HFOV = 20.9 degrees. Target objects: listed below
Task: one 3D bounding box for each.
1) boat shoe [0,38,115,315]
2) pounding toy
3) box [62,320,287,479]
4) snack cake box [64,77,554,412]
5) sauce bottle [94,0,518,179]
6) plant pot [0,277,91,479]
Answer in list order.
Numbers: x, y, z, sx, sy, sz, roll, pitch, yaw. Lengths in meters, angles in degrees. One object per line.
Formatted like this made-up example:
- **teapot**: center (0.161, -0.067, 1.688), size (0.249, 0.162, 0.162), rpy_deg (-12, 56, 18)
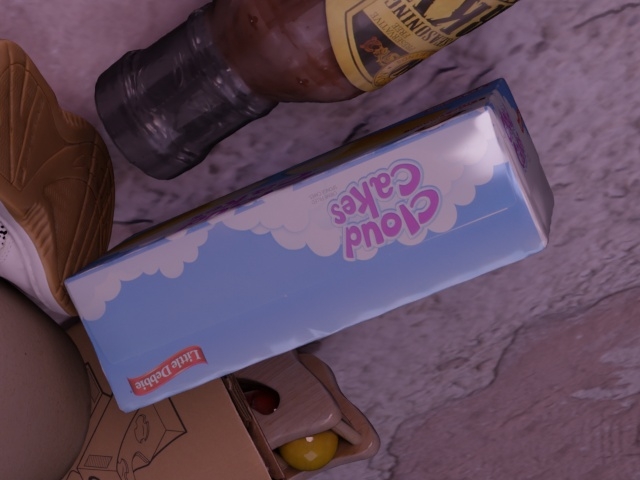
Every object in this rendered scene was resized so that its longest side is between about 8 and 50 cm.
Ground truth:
- **boat shoe**: center (-0.187, -0.038, 0.972), size (0.096, 0.098, 0.277), rpy_deg (9, 158, 12)
- **pounding toy**: center (-0.108, 0.160, 1.232), size (0.269, 0.154, 0.155), rpy_deg (-26, 146, 16)
- **box**: center (-0.138, 0.135, 1.184), size (0.201, 0.164, 0.021), rpy_deg (-31, 171, 25)
- **snack cake box**: center (0.000, 0.000, 1.024), size (0.264, 0.089, 0.152), rpy_deg (-22, -175, 12)
- **sauce bottle**: center (0.034, -0.142, 0.871), size (0.344, 0.111, 0.111), rpy_deg (-31, 144, 27)
- **plant pot**: center (-0.265, 0.095, 1.020), size (0.256, 0.256, 0.274), rpy_deg (-29, 161, 21)
